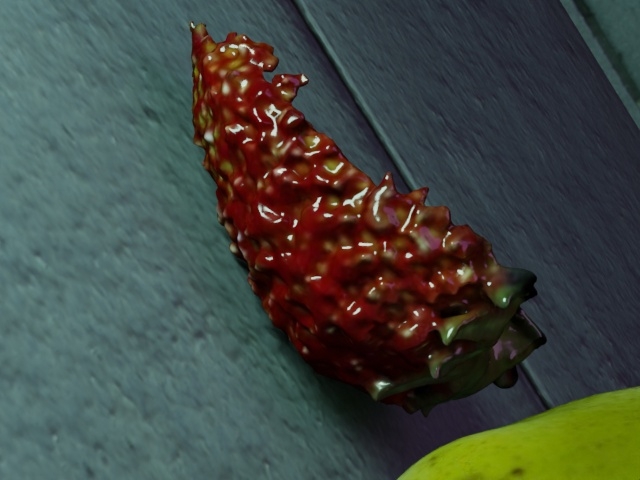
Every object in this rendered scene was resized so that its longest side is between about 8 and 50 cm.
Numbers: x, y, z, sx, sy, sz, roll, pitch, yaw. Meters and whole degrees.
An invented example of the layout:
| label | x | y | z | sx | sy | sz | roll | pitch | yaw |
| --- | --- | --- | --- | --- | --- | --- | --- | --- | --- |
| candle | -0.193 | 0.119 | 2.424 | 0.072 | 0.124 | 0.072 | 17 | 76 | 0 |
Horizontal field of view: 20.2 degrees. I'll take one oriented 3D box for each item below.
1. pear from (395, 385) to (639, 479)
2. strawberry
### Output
| label | x | y | z | sx | sy | sz | roll | pitch | yaw |
| --- | --- | --- | --- | --- | --- | --- | --- | --- | --- |
| pear | 0.215 | 0.257 | 0.978 | 0.418 | 0.362 | 0.362 | 16 | 39 | -18 |
| strawberry | 0.000 | 0.000 | 1.189 | 0.306 | 0.137 | 0.233 | 40 | -5 | 19 |
